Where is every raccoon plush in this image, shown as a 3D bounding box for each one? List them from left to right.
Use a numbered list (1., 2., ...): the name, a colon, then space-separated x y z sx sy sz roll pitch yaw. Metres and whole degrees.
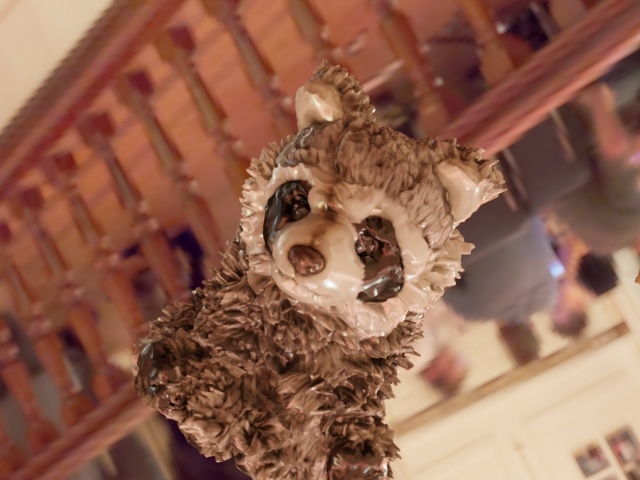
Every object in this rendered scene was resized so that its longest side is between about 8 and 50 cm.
1. raccoon plush: 0.000 0.000 1.319 0.446 0.216 0.299 -103 -142 -74

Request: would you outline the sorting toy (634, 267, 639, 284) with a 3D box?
1. sorting toy: 0.475 0.047 2.277 0.083 0.062 0.012 -56 172 -45
